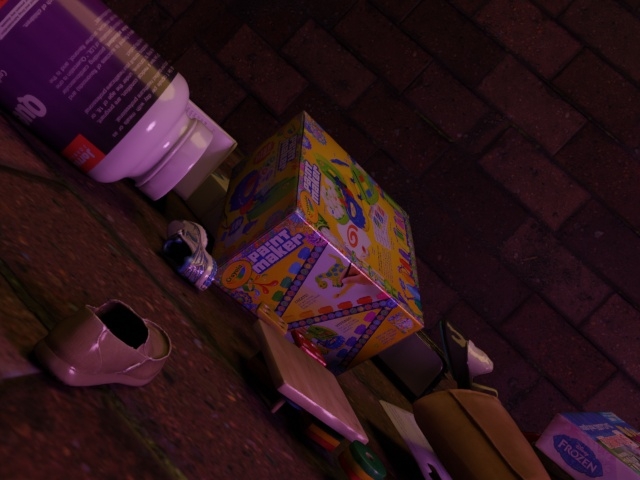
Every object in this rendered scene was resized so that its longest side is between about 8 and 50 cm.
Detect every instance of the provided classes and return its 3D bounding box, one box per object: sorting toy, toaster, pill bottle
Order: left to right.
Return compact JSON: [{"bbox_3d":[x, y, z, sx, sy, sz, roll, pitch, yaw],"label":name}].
[{"bbox_3d":[-0.297,-0.200,0.831,0.323,0.181,0.181,42,5,-21],"label":"pill bottle"},{"bbox_3d":[-0.027,0.163,0.735,0.132,0.046,0.274,41,6,-27],"label":"sorting toy"},{"bbox_3d":[0.194,0.254,1.445,0.185,0.110,0.168,45,4,21],"label":"toaster"}]

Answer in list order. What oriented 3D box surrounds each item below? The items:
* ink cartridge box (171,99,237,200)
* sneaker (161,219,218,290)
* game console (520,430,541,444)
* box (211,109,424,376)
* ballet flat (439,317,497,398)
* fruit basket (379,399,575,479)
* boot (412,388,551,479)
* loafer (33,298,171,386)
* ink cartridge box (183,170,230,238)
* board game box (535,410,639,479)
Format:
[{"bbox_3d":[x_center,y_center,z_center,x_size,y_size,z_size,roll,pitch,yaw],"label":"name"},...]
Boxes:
[{"bbox_3d":[-0.305,-0.215,1.045,0.306,0.131,0.226,43,-6,-21],"label":"ink cartridge box"},{"bbox_3d":[-0.177,0.006,0.845,0.058,0.052,0.135,34,9,-41],"label":"sneaker"},{"bbox_3d":[0.308,0.366,1.147,0.144,0.085,0.124,2,-9,16],"label":"game console"},{"bbox_3d":[0.000,0.000,1.038,0.279,0.177,0.290,42,28,-26],"label":"box"},{"bbox_3d":[0.316,0.295,1.368,0.095,0.096,0.280,-12,92,-73],"label":"ballet flat"},{"bbox_3d":[0.257,0.378,0.887,0.353,0.165,0.327,25,11,-23],"label":"fruit basket"},{"bbox_3d":[0.161,0.267,0.751,0.236,0.089,0.269,14,17,-17],"label":"boot"},{"bbox_3d":[-0.145,0.075,0.485,0.056,0.050,0.148,45,5,10],"label":"loafer"},{"bbox_3d":[-0.154,-0.034,1.211,0.231,0.078,0.134,47,7,32],"label":"ink cartridge box"},{"bbox_3d":[0.509,0.376,0.961,0.318,0.066,0.319,39,12,35],"label":"board game box"}]
